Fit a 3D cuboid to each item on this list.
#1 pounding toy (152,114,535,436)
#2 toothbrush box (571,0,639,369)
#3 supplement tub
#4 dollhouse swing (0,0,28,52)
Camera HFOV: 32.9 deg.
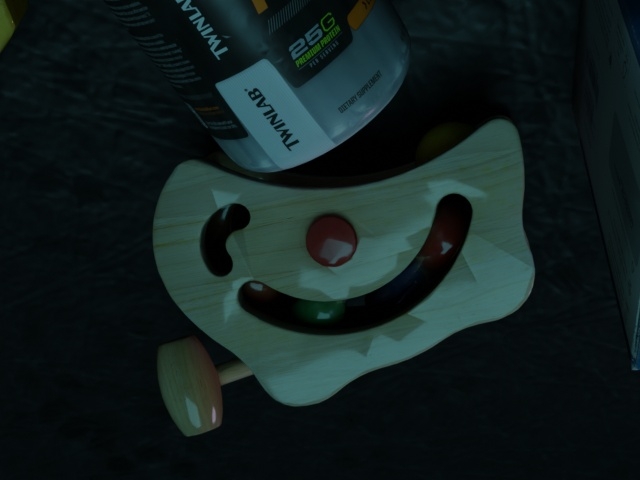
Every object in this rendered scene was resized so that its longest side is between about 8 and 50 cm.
[{"bbox_3d":[0.000,0.000,0.661,0.269,0.155,0.154,-26,94,12],"label":"pounding toy"},{"bbox_3d":[0.281,-0.058,0.500,0.295,0.216,0.126,-2,129,5],"label":"toothbrush box"},{"bbox_3d":[-0.048,-0.136,0.526,0.117,0.117,0.190,-25,123,22],"label":"supplement tub"},{"bbox_3d":[-0.368,-0.045,0.528,0.346,0.315,0.305,33,144,-20],"label":"dollhouse swing"}]
